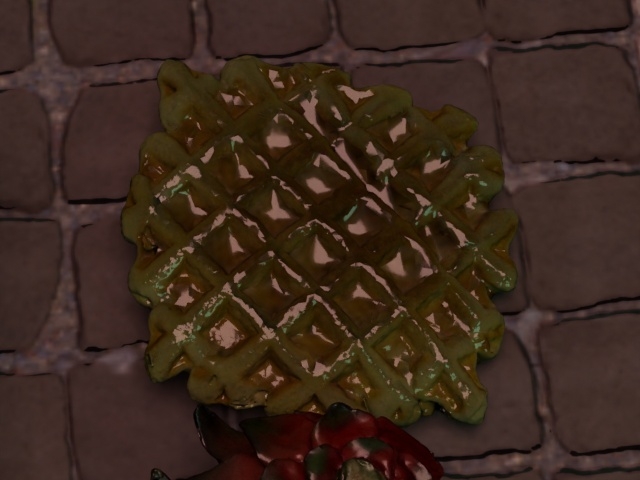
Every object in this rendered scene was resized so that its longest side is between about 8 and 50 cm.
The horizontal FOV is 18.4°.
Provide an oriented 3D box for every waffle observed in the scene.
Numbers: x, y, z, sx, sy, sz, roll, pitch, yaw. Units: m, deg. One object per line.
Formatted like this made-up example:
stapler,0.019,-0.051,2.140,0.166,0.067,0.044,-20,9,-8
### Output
waffle,0.000,0.000,1.053,0.214,0.054,0.208,6,64,-6

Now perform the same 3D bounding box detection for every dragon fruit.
dragon fruit,-0.004,0.145,0.964,0.142,0.121,0.130,-7,32,22
